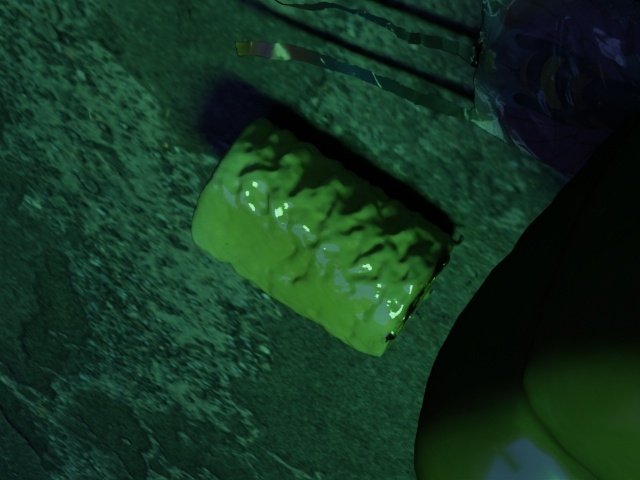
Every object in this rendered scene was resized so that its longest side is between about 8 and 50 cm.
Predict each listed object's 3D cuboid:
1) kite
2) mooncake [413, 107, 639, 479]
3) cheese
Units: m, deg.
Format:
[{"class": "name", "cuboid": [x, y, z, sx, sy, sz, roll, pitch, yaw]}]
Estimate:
[{"class": "kite", "cuboid": [0.104, -0.105, 1.059, 0.360, 0.022, 0.204, 21, 150, 18]}, {"class": "mooncake", "cuboid": [0.294, 0.123, 0.947, 0.467, 0.262, 0.467, 25, 149, 16]}, {"class": "cheese", "cuboid": [0.000, 0.000, 1.269, 0.167, 0.094, 0.123, 33, 155, 5]}]
